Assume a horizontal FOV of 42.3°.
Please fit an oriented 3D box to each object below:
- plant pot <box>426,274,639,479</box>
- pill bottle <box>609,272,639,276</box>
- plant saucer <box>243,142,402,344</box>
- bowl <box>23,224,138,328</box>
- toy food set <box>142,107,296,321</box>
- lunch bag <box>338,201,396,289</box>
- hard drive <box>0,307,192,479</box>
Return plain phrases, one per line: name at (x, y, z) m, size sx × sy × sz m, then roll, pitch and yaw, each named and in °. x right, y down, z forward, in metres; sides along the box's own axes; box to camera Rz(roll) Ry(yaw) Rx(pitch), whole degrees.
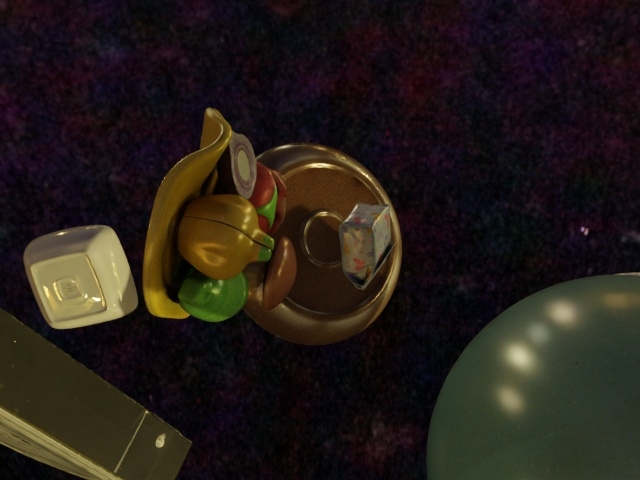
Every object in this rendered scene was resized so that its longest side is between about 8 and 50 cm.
plant pot at (0.222, 0.175, 0.539) m, size 0.290 × 0.290 × 0.195 m, roll 2°, pitch 3°, yaw 3°
pill bottle at (0.299, 0.176, 0.767) m, size 0.153 × 0.153 × 0.264 m, roll 7°, pitch 61°, yaw 8°
plant saucer at (0.000, 0.000, 1.234) m, size 0.310 × 0.050 × 0.310 m, roll 4°, pitch 80°, yaw -27°
bowl at (-0.337, 0.057, 1.140) m, size 0.142 × 0.142 × 0.053 m, roll -12°, pitch 16°, yaw 11°
toy food set at (-0.048, -0.005, 0.534) m, size 0.071 × 0.218 × 0.128 m, roll 15°, pitch 86°, yaw 4°
lunch bag at (0.056, 0.006, 0.968) m, size 0.053 × 0.083 × 0.071 m, roll 6°, pitch 27°, yaw 19°
hard drive at (-0.284, 0.089, 0.627) m, size 0.237 × 0.339 × 0.064 m, roll 5°, pitch 58°, yaw 36°
